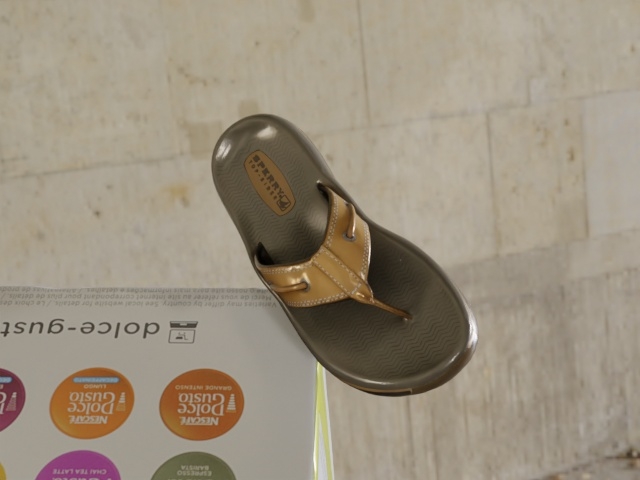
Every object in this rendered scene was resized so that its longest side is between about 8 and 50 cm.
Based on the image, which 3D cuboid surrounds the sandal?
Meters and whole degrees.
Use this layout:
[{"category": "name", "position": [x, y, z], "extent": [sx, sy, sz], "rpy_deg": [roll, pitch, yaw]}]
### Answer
[{"category": "sandal", "position": [0.000, 0.000, 0.639], "extent": [0.090, 0.219, 0.060], "rpy_deg": [-39, -28, 7]}]

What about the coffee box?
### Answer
[{"category": "coffee box", "position": [-0.160, 0.261, 0.743], "extent": [0.338, 0.338, 0.334], "rpy_deg": [0, 49, 3]}]
